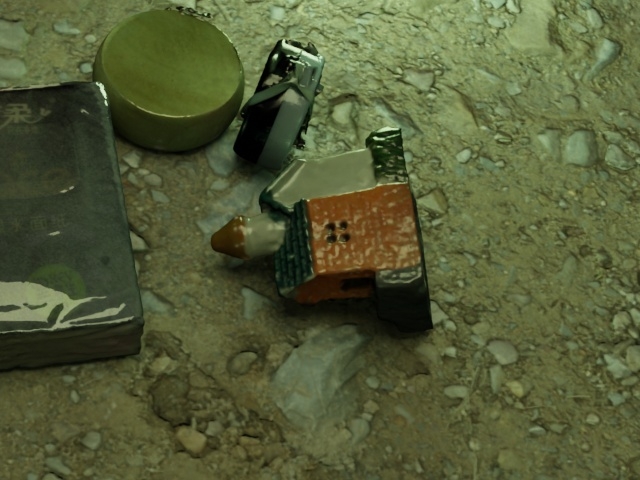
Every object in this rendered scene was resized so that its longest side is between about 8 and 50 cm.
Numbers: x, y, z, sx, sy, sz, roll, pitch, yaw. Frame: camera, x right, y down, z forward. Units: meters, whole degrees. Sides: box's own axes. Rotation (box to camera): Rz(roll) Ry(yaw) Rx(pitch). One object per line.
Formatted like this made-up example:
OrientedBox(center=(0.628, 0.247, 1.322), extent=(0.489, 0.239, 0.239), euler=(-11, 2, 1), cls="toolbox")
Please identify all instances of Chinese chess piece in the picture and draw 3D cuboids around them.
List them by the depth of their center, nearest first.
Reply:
OrientedBox(center=(-0.225, -0.242, 1.886), extent=(0.238, 0.092, 0.237), euler=(6, 57, -9), cls="Chinese chess piece")

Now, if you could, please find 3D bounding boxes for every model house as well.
OrientedBox(center=(0.000, 0.000, 1.762), extent=(0.301, 0.190, 0.271), euler=(-6, 62, 0), cls="model house")

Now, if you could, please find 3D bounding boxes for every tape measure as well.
OrientedBox(center=(-0.059, -0.196, 1.846), extent=(0.107, 0.181, 0.182), euler=(20, 19, -5), cls="tape measure")

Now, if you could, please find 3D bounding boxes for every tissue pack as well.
OrientedBox(center=(-0.405, -0.024, 1.679), extent=(0.288, 0.124, 0.394), euler=(-4, 59, -17), cls="tissue pack")
